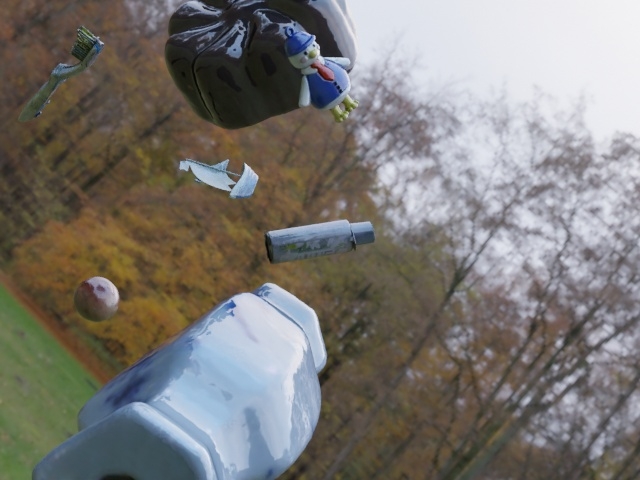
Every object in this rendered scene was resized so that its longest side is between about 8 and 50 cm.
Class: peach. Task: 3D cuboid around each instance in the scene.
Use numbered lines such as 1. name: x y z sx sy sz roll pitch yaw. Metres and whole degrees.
1. peach: -0.395 0.102 1.655 0.083 0.083 0.083 42 -13 12

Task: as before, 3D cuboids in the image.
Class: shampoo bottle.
1. shampoo bottle: 0.000 0.000 1.852 0.072 0.214 0.072 171 -90 -78

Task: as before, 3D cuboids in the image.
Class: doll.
1. doll: -0.004 -0.223 1.238 0.143 0.099 0.058 54 -22 -23

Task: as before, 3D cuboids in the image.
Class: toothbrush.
1. toothbrush: -0.393 -0.230 1.382 0.042 0.035 0.413 39 -25 -18

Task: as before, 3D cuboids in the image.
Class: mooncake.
1. mooncake: -0.094 -0.320 1.486 0.306 0.306 0.154 33 -18 42

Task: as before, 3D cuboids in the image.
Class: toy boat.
1. toy boat: -0.185 -0.118 1.751 0.105 0.149 0.034 -107 -148 -44

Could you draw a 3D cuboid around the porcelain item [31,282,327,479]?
1. porcelain item: -0.124 0.187 1.022 0.178 0.243 0.405 56 21 -2
